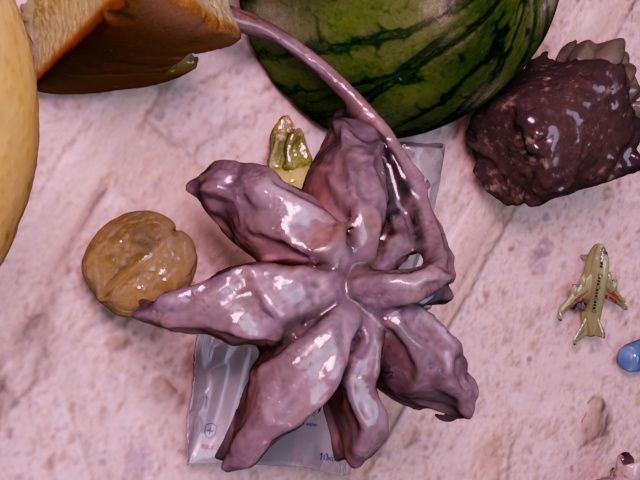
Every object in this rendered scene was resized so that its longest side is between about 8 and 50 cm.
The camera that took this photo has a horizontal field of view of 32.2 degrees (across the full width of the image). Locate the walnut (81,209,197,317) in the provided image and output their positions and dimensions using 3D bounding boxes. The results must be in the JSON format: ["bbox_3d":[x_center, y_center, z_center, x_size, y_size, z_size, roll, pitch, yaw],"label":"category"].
[{"bbox_3d":[-0.142,0.019,0.876,0.092,0.092,0.092,-5,99,-34],"label":"walnut"}]

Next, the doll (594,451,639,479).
[{"bbox_3d":[0.304,0.331,1.217,0.192,0.095,0.149,-29,118,-30],"label":"doll"}]

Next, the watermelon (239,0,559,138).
[{"bbox_3d":[0.093,-0.249,0.945,0.330,0.189,0.331,0,91,-34],"label":"watermelon"}]

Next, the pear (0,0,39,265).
[{"bbox_3d":[-0.317,-0.073,0.623,0.309,0.309,0.310,-5,99,-34],"label":"pear"}]

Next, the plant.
[{"bbox_3d":[0.245,-0.117,1.089,0.194,0.132,0.129,-32,120,-29],"label":"plant"}]

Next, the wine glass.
[{"bbox_3d":[0.075,-0.014,1.029,0.073,0.073,0.155,-4,102,-34],"label":"wine glass"}]

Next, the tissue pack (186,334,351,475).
[{"bbox_3d":[-0.036,0.146,0.997,0.193,0.026,0.123,12,88,-37],"label":"tissue pack"}]

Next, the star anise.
[{"bbox_3d":[-0.001,0.023,0.845,0.359,0.139,0.316,38,61,-13],"label":"star anise"}]

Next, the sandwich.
[{"bbox_3d":[-0.125,-0.184,0.768,0.128,0.235,0.122,-12,91,-31],"label":"sandwich"}]

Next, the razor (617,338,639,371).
[{"bbox_3d":[0.448,0.117,1.318,0.253,0.042,0.082,-8,102,-33],"label":"razor"}]

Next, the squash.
[{"bbox_3d":[0.000,0.000,0.961,0.094,0.094,0.224,-22,94,-30],"label":"squash"}]

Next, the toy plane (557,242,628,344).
[{"bbox_3d":[0.295,0.057,1.205,0.102,0.040,0.111,-6,99,-36],"label":"toy plane"}]
